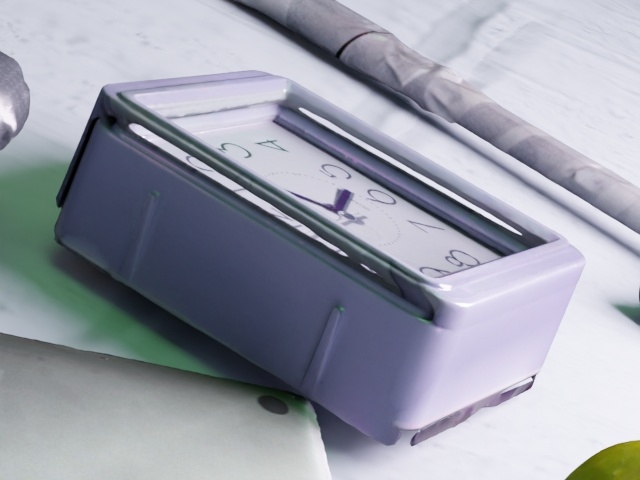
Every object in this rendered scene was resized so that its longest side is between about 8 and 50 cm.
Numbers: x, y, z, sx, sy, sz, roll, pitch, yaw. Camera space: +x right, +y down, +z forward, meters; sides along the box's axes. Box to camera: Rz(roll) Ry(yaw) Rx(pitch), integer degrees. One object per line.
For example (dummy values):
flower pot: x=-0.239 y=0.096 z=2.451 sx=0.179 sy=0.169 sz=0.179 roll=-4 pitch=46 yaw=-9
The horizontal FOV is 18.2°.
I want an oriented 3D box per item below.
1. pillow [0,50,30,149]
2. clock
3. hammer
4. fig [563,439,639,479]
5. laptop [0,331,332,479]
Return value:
pillow: x=-0.257 y=-0.045 z=0.743 sx=0.161 sy=0.092 sz=0.335 roll=25 pitch=27 yaw=30
clock: x=-0.001 y=0.001 z=0.862 sx=0.193 sy=0.073 sz=0.145 roll=31 pitch=21 yaw=22
hammer: x=0.082 y=-0.073 z=1.123 sx=0.427 sy=0.044 sz=0.152 roll=34 pitch=27 yaw=27
fig: x=0.114 y=0.114 z=0.741 sx=0.088 sy=0.074 sz=0.074 roll=-16 pitch=38 yaw=-18
laptop: x=-0.116 y=0.081 z=0.693 sx=0.269 sy=0.015 sz=0.187 roll=13 pitch=26 yaw=-16
